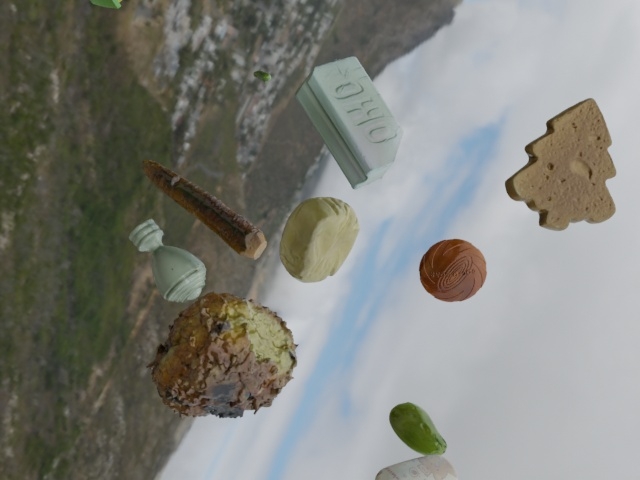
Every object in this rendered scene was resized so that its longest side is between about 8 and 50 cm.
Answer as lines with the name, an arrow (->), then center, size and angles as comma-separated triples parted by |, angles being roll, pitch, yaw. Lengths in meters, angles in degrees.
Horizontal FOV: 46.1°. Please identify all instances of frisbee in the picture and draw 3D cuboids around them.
frisbee -> 0.374, 0.089, 2.122 | 0.192, 0.192, 0.035 | -61, -176, 18

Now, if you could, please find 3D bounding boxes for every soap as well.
soap -> 0.081, -0.282, 1.781 | 0.173, 0.289, 0.095 | -24, 168, -35

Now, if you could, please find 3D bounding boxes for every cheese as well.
cheese -> 0.000, 0.000, 1.942 | 0.214, 0.117, 0.226 | -1, 115, -49

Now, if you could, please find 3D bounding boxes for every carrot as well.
carrot -> -0.242, -0.070, 1.519 | 0.066, 0.314, 0.066 | -51, 168, -16

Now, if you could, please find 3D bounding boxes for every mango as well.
mango -> 0.232, 0.453, 1.801 | 0.074, 0.165, 0.091 | 16, 107, -52

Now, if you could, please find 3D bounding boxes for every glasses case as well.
glasses case -> 0.200, 0.491, 1.552 | 0.081, 0.204, 0.051 | 55, -48, 34

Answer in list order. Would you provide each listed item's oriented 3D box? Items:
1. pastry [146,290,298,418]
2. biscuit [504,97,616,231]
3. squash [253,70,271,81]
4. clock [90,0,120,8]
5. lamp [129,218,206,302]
pastry -> -0.260, 0.314, 1.963 | 0.337, 0.292, 0.405 | -27, 152, 15
biscuit -> 0.436, -0.133, 1.320 | 0.041, 0.212, 0.238 | -158, -96, -79
squash -> -0.161, -0.458, 2.089 | 0.089, 0.027, 0.027 | 39, -76, 53
clock -> -0.379, -0.611, 1.429 | 0.106, 0.220, 0.255 | 26, -115, 43
lamp -> -0.314, 0.044, 1.542 | 0.106, 0.193, 0.106 | -42, 171, -8
